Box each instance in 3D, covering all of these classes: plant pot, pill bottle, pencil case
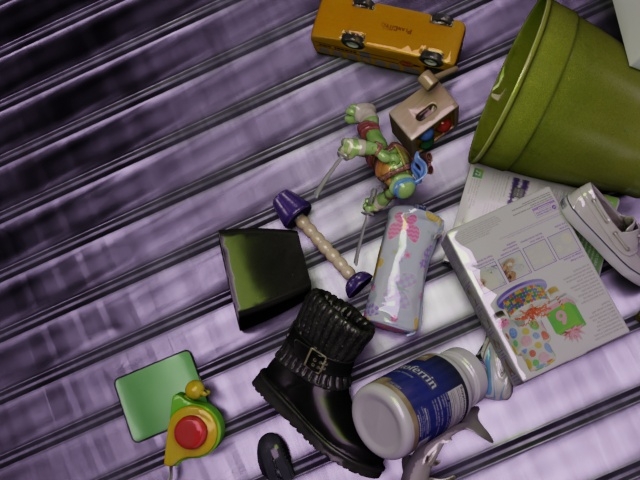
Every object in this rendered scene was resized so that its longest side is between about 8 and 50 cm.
[{"bbox_3d":[0.535,-0.257,1.806,0.352,0.366,0.367,23,82,1],"label":"plant pot"},{"bbox_3d":[-0.116,0.069,1.905,0.166,0.187,0.188,-14,76,-8],"label":"plant pot"},{"bbox_3d":[0.201,0.310,1.754,0.264,0.153,0.153,-19,71,-40],"label":"pill bottle"},{"bbox_3d":[0.176,0.062,1.890,0.124,0.113,0.273,16,80,-7],"label":"pencil case"}]

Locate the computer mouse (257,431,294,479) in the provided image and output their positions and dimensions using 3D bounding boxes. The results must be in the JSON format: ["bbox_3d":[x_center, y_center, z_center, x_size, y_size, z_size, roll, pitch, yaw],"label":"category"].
[{"bbox_3d":[-0.077,0.520,1.867,0.071,0.041,0.242,-21,77,3],"label":"computer mouse"}]

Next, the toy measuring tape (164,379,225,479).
[{"bbox_3d":[-0.266,0.459,1.879,0.121,0.121,0.330,6,89,9],"label":"toy measuring tape"}]

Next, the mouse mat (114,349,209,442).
[{"bbox_3d":[-0.348,0.341,1.962,0.189,0.007,0.153,-22,76,2],"label":"mouse mat"}]

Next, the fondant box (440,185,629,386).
[{"bbox_3d":[0.420,0.090,1.781,0.238,0.096,0.330,-23,75,-8],"label":"fondant box"}]

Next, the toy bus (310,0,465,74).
[{"bbox_3d":[0.150,-0.452,1.992,0.332,0.130,0.108,15,80,11],"label":"toy bus"}]

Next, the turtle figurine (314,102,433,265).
[{"bbox_3d":[0.081,-0.151,1.871,0.274,0.197,0.266,-43,33,23],"label":"turtle figurine"}]

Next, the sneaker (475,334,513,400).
[{"bbox_3d":[0.366,0.210,1.847,0.086,0.085,0.237,7,77,14],"label":"sneaker"}]

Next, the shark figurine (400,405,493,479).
[{"bbox_3d":[0.214,0.441,1.817,0.166,0.116,0.278,30,92,-21],"label":"shark figurine"}]

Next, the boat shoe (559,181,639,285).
[{"bbox_3d":[0.598,-0.013,1.786,0.267,0.096,0.088,43,122,-8],"label":"boat shoe"}]

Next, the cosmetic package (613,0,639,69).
[{"bbox_3d":[0.724,-0.465,1.798,0.284,0.097,0.377,18,52,-22],"label":"cosmetic package"}]

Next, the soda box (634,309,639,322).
[{"bbox_3d":[0.732,0.185,1.808,0.181,0.061,0.058,37,86,13],"label":"soda box"}]

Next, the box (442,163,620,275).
[{"bbox_3d":[0.444,-0.017,1.897,0.321,0.058,0.232,16,81,12],"label":"box"}]

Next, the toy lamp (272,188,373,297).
[{"bbox_3d":[0.000,0.000,1.948,0.080,0.080,0.275,-43,78,-2],"label":"toy lamp"}]

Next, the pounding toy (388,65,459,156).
[{"bbox_3d":[0.245,-0.284,1.904,0.181,0.206,0.094,-37,76,-1],"label":"pounding toy"}]

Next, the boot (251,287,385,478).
[{"bbox_3d":[0.048,0.289,1.824,0.348,0.131,0.260,39,99,14],"label":"boot"}]
